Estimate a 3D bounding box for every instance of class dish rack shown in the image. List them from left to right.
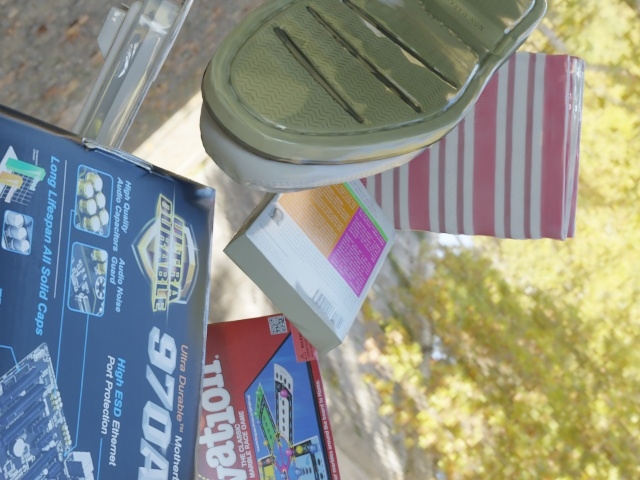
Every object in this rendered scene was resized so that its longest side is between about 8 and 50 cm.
[{"bbox_3d":[-0.242,-0.135,1.200,0.333,0.072,0.285,-63,-167,9],"label":"dish rack"}]

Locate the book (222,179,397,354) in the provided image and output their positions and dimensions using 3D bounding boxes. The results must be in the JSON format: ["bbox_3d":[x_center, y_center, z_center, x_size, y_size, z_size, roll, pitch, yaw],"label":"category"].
[{"bbox_3d":[0.000,0.000,0.748,0.035,0.096,0.144,-35,-168,33],"label":"book"}]

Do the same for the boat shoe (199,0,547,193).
[{"bbox_3d":[0.031,-0.086,0.626,0.302,0.113,0.103,-33,166,-48],"label":"boat shoe"}]

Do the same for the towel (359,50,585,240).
[{"bbox_3d":[0.106,-0.076,0.859,0.197,0.144,0.029,4,-172,21],"label":"towel"}]

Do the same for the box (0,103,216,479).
[{"bbox_3d":[-0.111,0.068,0.306,0.051,0.220,0.175,-9,162,36],"label":"box"}]

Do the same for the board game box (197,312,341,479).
[{"bbox_3d":[-0.053,0.209,0.969,0.145,0.281,0.027,-7,170,-24],"label":"board game box"}]
